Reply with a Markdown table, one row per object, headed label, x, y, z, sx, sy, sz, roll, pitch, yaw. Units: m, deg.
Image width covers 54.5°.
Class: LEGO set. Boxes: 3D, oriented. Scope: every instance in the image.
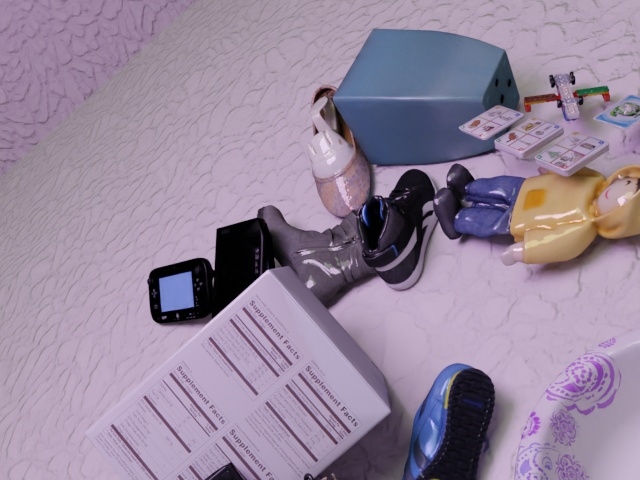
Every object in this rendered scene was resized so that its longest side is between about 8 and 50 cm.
| label | x | y | z | sx | sy | sz | roll | pitch | yaw |
| --- | --- | --- | --- | --- | --- | --- | --- | --- | --- |
| LEGO set | 0.338 | -0.161 | 0.833 | 0.244 | 0.060 | 0.182 | -32 | 39 | -19 |

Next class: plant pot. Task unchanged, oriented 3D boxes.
| label | x | y | z | sx | sy | sz | roll | pitch | yaw |
| --- | --- | --- | --- | --- | --- | --- | --- | --- | --- |
| plant pot | 0.180 | -0.228 | 0.990 | 0.234 | 0.166 | 0.165 | 10 | 62 | 38 |

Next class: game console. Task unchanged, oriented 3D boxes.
| label | x | y | z | sx | sy | sz | roll | pitch | yaw |
| --- | --- | --- | --- | --- | --- | --- | --- | --- | --- |
| game console | -0.198 | 0.094 | 1.060 | 0.361 | 0.044 | 0.213 | -13 | 71 | 45 |

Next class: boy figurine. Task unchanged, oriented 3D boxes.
| label | x | y | z | sx | sy | sz | roll | pitch | yaw |
| --- | --- | --- | --- | --- | --- | --- | --- | --- | --- |
| boy figurine | 0.283 | -0.038 | 0.777 | 0.285 | 0.092 | 0.177 | 6 | 53 | 47 |

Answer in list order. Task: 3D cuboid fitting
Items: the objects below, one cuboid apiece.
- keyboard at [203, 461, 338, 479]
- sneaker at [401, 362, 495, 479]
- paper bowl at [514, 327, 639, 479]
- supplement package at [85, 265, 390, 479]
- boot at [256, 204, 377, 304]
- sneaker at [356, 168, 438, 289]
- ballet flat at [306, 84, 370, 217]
| label | x | y | z | sx | sy | sz | roll | pitch | yaw |
| --- | --- | --- | --- | --- | --- | --- | --- | --- | --- |
| keyboard | -0.008 | 0.349 | 0.580 | 0.201 | 0.033 | 0.317 | -41 | 76 | 10 |
| sneaker | 0.129 | 0.237 | 0.688 | 0.209 | 0.069 | 0.082 | -67 | 10 | -15 |
| paper bowl | 0.304 | 0.209 | 0.464 | 0.284 | 0.148 | 0.284 | -21 | 38 | 17 |
| supplement package | -0.082 | 0.189 | 0.735 | 0.262 | 0.198 | 0.199 | -41 | -3 | 2 |
| boot | 0.000 | 0.000 | 1.010 | 0.161 | 0.083 | 0.246 | -33 | 46 | 5 |
| sneaker | 0.113 | -0.049 | 0.908 | 0.079 | 0.121 | 0.217 | -12 | 48 | 32 |
| ballet flat | 0.018 | -0.173 | 1.119 | 0.107 | 0.106 | 0.316 | -27 | 41 | 19 |
